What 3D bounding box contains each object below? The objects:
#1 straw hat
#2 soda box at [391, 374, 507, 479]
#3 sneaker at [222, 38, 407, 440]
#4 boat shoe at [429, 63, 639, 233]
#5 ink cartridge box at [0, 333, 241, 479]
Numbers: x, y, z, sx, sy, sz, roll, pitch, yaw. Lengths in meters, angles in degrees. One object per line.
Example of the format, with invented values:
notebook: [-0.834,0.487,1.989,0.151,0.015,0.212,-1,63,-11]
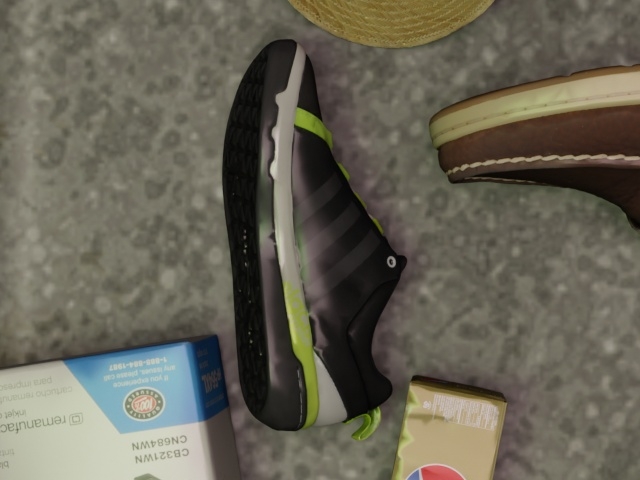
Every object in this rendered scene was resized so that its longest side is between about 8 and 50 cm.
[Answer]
straw hat: [0.044,-0.184,0.852,0.144,0.144,0.061,12,49,5]
soda box: [0.063,0.172,0.843,0.058,0.061,0.181,12,90,5]
sneaker: [0.000,0.000,0.858,0.097,0.084,0.234,-2,89,-20]
boat shoe: [0.232,-0.029,0.810,0.342,0.123,0.123,0,87,-2]
ink cartridge box: [-0.121,0.166,0.845,0.148,0.086,0.203,-10,88,5]
